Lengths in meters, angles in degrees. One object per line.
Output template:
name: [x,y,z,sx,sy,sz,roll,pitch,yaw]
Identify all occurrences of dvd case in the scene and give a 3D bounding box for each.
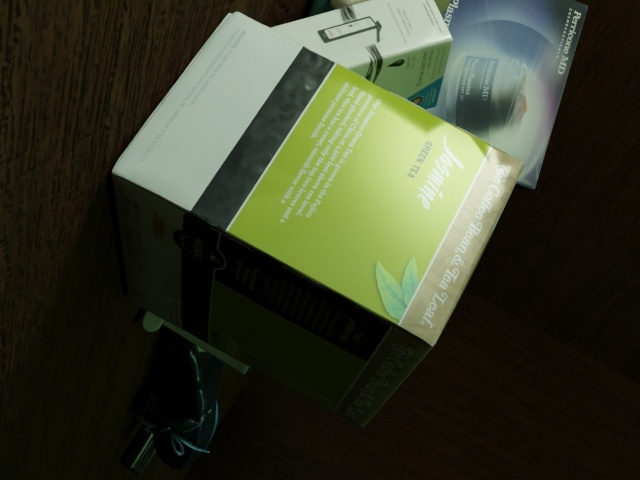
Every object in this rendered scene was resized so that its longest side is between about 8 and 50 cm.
dvd case: [-0.307,0.344,1.748,0.238,0.030,0.179,-60,175,-20]

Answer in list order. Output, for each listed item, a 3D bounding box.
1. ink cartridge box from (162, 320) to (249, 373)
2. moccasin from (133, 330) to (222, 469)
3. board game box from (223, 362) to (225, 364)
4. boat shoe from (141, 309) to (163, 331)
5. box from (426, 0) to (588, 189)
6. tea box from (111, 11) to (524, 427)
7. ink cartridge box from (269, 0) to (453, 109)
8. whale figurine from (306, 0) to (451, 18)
ink cartridge box: [-0.141,0.105,1.289,0.078,0.134,0.231,-57,-176,1]
moccasin: [-0.244,0.258,1.472,0.117,0.138,0.341,-47,153,-53]
board game box: [-0.143,0.125,2.093,0.213,0.046,0.317,-64,174,32]
boat shoe: [-0.207,0.071,1.170,0.100,0.035,0.035,-64,-157,0]
box: [0.206,-0.259,1.346,0.183,0.294,0.296,21,-84,64]
tea box: [-0.018,0.000,0.934,0.220,0.324,0.329,-59,176,-25]
ink cartridge box: [0.037,-0.199,1.044,0.203,0.085,0.148,-18,159,-8]
whale figurine: [0.042,-0.301,1.131,0.272,0.141,0.216,-39,166,15]
